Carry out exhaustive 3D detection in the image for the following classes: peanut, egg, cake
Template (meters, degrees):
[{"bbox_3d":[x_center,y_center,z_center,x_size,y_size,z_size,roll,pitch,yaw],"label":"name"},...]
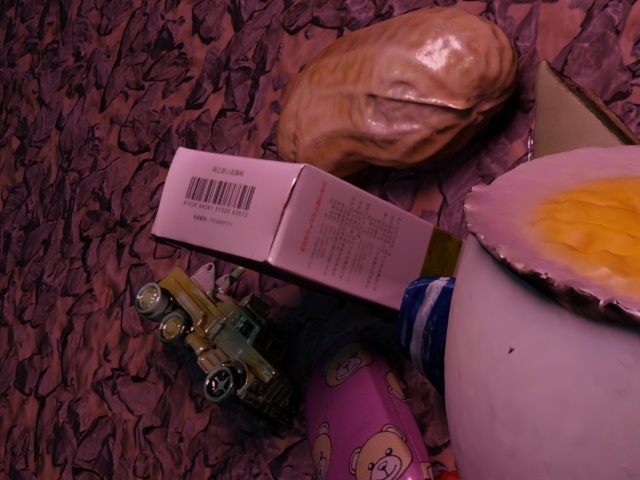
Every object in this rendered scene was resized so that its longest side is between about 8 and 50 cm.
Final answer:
[{"bbox_3d":[0.079,-0.168,1.126,0.340,0.158,0.174,-3,102,47],"label":"peanut"},{"bbox_3d":[0.251,0.139,0.608,0.354,0.354,0.340,25,123,46],"label":"egg"},{"bbox_3d":[0.299,-0.048,0.871,0.172,0.158,0.284,-16,61,38],"label":"cake"}]

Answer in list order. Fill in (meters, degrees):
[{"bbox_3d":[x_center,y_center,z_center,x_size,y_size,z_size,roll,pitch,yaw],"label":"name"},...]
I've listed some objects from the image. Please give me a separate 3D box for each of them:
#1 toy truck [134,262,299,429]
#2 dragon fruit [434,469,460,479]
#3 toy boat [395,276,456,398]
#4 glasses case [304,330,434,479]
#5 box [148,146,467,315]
[{"bbox_3d":[-0.116,0.118,1.226,0.135,0.128,0.259,-46,47,3],"label":"toy truck"},{"bbox_3d":[0.118,0.291,0.964,0.190,0.094,0.094,-40,50,37],"label":"dragon fruit"},{"bbox_3d":[0.207,0.140,0.895,0.291,0.220,0.067,27,59,26],"label":"toy boat"},{"bbox_3d":[0.043,0.210,1.009,0.123,0.075,0.316,-59,22,16],"label":"glasses case"},{"bbox_3d":[0.000,0.000,1.027,0.200,0.299,0.106,13,84,45],"label":"box"}]
